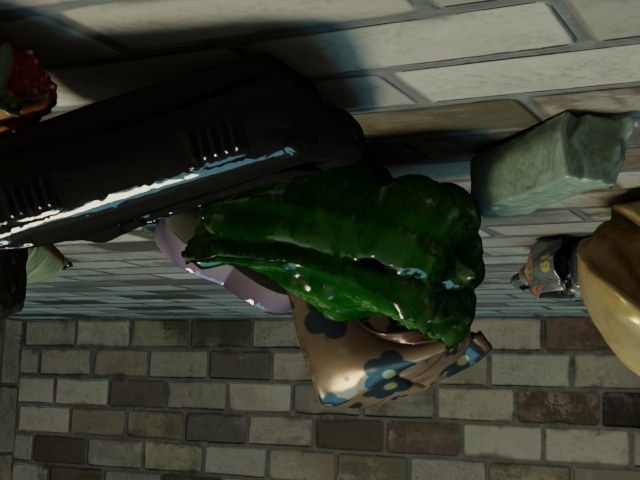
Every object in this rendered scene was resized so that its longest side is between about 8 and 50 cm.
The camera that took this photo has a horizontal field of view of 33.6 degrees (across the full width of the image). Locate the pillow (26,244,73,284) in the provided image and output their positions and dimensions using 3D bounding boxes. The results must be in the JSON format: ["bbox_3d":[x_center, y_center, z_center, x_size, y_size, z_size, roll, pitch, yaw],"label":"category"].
[{"bbox_3d":[-0.508,0.002,1.393,0.312,0.119,0.310,4,167,-3],"label":"pillow"}]

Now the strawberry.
[{"bbox_3d":[-0.255,-0.106,0.735,0.140,0.085,0.192,-20,-177,28],"label":"strawberry"}]

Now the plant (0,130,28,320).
[{"bbox_3d":[-0.333,-0.022,0.972,0.142,0.203,0.131,-8,179,9],"label":"plant"}]

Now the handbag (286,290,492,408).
[{"bbox_3d":[0.076,0.062,1.276,0.193,0.251,0.190,-20,164,20],"label":"handbag"}]

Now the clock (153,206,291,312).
[{"bbox_3d":[-0.105,0.004,1.332,0.198,0.064,0.172,29,-160,-11],"label":"clock"}]

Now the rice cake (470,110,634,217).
[{"bbox_3d":[0.201,-0.064,0.971,0.063,0.069,0.206,5,172,-18],"label":"rice cake"}]

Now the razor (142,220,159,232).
[{"bbox_3d":[-0.160,-0.021,1.490,0.190,0.033,0.066,3,-146,13],"label":"razor"}]

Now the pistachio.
[{"bbox_3d":[0.430,0.059,1.261,0.238,0.229,0.321,41,-169,37],"label":"pistachio"}]

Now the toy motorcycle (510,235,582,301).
[{"bbox_3d":[0.417,0.047,1.555,0.307,0.108,0.173,-5,164,27],"label":"toy motorcycle"}]

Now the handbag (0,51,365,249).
[{"bbox_3d":[-0.113,-0.061,0.829,0.275,0.088,0.244,-18,176,12],"label":"handbag"}]

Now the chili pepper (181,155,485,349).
[{"bbox_3d":[0.001,-0.011,1.096,0.385,0.167,0.213,10,163,39],"label":"chili pepper"}]
